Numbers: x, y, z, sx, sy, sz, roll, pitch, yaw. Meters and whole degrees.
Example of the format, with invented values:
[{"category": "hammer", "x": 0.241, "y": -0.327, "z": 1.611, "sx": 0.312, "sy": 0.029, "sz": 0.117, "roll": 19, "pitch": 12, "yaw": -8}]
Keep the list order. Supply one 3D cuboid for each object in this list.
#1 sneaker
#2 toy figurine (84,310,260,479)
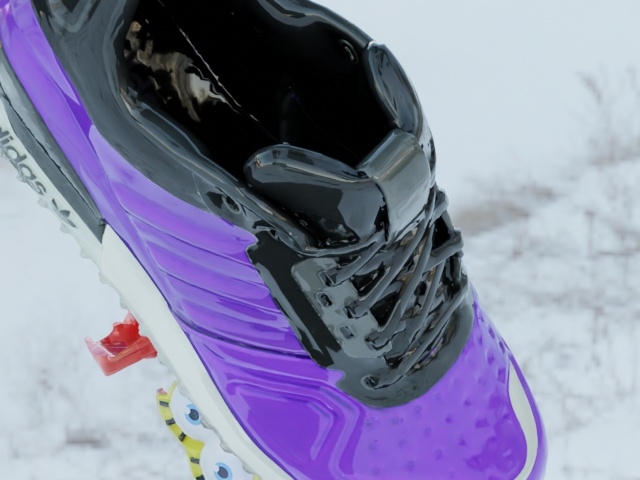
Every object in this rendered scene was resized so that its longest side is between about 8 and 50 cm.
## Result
[{"category": "sneaker", "x": -0.001, "y": 0.000, "z": 0.621, "sx": 0.102, "sy": 0.293, "sz": 0.146, "roll": -52, "pitch": 20, "yaw": -28}, {"category": "toy figurine", "x": -0.101, "y": 0.228, "z": 0.889, "sx": 0.217, "sy": 0.363, "sz": 0.191, "roll": -27, "pitch": 15, "yaw": -10}]
